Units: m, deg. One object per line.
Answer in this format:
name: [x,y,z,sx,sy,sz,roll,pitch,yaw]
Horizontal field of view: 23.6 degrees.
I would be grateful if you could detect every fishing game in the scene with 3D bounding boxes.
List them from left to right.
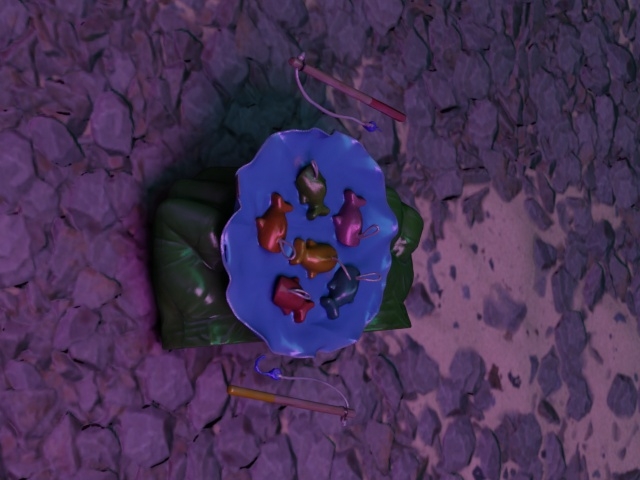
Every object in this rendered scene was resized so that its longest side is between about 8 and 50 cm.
fishing game: [0.000,0.000,1.172,0.189,0.041,0.264,23,76,-43]

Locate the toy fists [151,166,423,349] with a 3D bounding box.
toy fists: [-0.021,0.009,1.240,0.279,0.096,0.142,-2,85,-44]
